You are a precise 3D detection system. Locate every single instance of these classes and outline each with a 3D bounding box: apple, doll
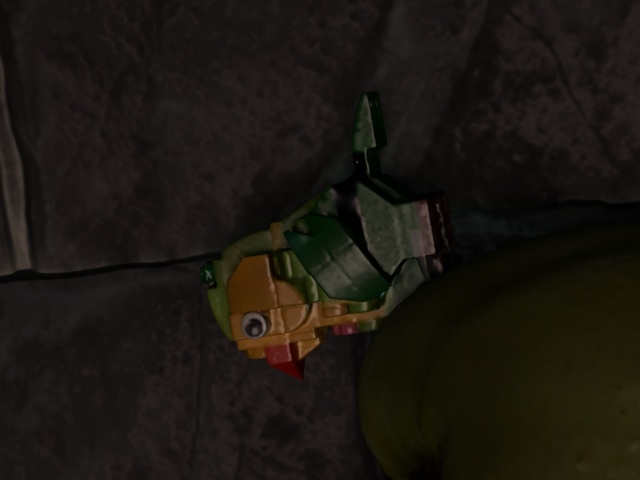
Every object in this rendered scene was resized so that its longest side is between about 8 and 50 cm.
[{"bbox_3d":[0.211,0.162,1.114,0.360,0.320,0.312,3,115,-16],"label":"apple"},{"bbox_3d":[0.005,0.007,1.212,0.186,0.106,0.134,-39,88,14],"label":"doll"}]
